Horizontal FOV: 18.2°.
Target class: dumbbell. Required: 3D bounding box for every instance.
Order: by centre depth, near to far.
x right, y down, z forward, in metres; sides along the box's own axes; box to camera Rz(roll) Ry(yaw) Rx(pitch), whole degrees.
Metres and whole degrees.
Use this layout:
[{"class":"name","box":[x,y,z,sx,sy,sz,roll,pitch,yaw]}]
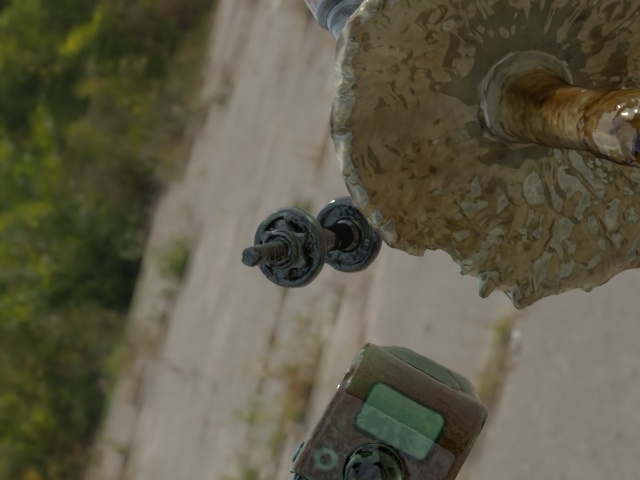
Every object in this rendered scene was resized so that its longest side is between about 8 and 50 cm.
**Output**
[{"class":"dumbbell","box":[0.000,0.000,1.975,0.254,0.081,0.081,-14,-54,-58]}]

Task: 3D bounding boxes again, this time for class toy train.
[{"class":"toy train","box":[0.056,0.174,1.602,0.159,0.129,0.326,-62,-6,-8]}]

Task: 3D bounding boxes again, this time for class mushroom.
[{"class":"mushroom","box":[0.138,-0.094,1.102,0.302,0.233,0.208,129,142,-68]}]

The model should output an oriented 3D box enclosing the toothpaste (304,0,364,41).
[{"class":"toothpaste","box":[-0.001,-0.259,1.790,0.089,0.057,0.234,-36,55,20]}]
